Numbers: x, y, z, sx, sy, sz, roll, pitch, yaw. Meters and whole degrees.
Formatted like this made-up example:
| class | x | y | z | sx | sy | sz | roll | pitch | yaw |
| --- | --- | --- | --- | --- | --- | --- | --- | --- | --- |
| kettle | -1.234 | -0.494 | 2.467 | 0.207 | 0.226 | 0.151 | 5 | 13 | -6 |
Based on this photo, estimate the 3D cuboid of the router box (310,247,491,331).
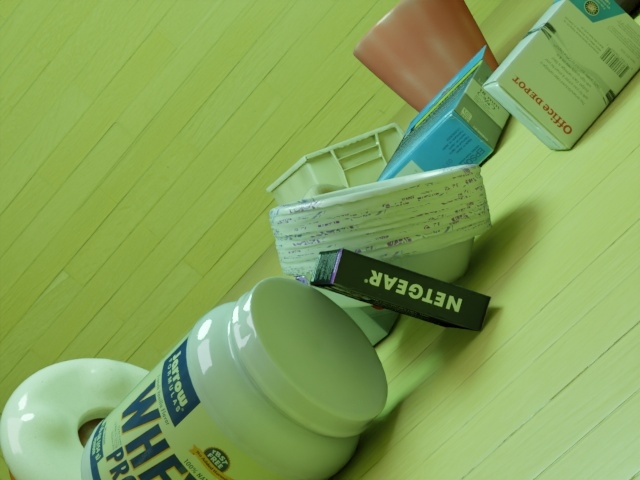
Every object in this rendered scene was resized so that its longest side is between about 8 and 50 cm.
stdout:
| class | x | y | z | sx | sy | sz | roll | pitch | yaw |
| --- | --- | --- | --- | --- | --- | --- | --- | --- | --- |
| router box | 0.088 | 0.057 | 1.308 | 0.133 | 0.178 | 0.046 | 171 | 116 | -79 |

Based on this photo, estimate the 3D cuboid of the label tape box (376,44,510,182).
| class | x | y | z | sx | sy | sz | roll | pitch | yaw |
| --- | --- | --- | --- | --- | --- | --- | --- | --- | --- |
| label tape box | 0.236 | -0.193 | 2.114 | 0.240 | 0.106 | 0.334 | -45 | 7 | 34 |

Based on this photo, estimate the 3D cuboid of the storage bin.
| class | x | y | z | sx | sy | sz | roll | pitch | yaw |
| --- | --- | --- | --- | --- | --- | --- | --- | --- | --- |
| storage bin | 0.053 | -0.140 | 2.593 | 0.260 | 0.123 | 0.262 | -23 | -5 | -25 |

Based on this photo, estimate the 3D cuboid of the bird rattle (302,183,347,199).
| class | x | y | z | sx | sy | sz | roll | pitch | yaw |
| --- | --- | --- | --- | --- | --- | --- | --- | --- | --- |
| bird rattle | 0.055 | -0.010 | 1.809 | 0.253 | 0.207 | 0.143 | -25 | -31 | -55 |

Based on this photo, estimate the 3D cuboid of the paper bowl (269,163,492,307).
| class | x | y | z | sx | sy | sz | roll | pitch | yaw |
| --- | --- | --- | --- | --- | --- | --- | --- | --- | --- |
| paper bowl | 0.085 | -0.003 | 1.505 | 0.284 | 0.148 | 0.284 | -14 | 4 | 1 |

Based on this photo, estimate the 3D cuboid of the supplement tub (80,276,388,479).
| class | x | y | z | sx | sy | sz | roll | pitch | yaw |
| --- | --- | --- | --- | --- | --- | --- | --- | --- | --- |
| supplement tub | -0.101 | 0.219 | 1.340 | 0.325 | 0.235 | 0.235 | -46 | 7 | 26 |

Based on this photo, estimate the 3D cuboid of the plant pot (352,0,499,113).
| class | x | y | z | sx | sy | sz | roll | pitch | yaw |
| --- | --- | --- | --- | --- | --- | --- | --- | --- | --- |
| plant pot | 0.251 | -0.413 | 2.557 | 0.275 | 0.243 | 0.275 | -38 | -3 | -2 |

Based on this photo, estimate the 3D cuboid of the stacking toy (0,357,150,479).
| class | x | y | z | sx | sy | sz | roll | pitch | yaw |
| --- | --- | --- | --- | --- | --- | --- | --- | --- | --- |
| stacking toy | -0.406 | 0.469 | 1.928 | 0.480 | 0.350 | 0.350 | -64 | -3 | 32 |

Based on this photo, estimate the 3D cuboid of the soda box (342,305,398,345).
| class | x | y | z | sx | sy | sz | roll | pitch | yaw |
| --- | --- | --- | --- | --- | --- | --- | --- | --- | --- |
| soda box | -0.002 | 0.150 | 1.707 | 0.286 | 0.098 | 0.091 | -43 | 8 | 40 |

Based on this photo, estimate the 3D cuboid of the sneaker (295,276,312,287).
| class | x | y | z | sx | sy | sz | roll | pitch | yaw |
| --- | --- | --- | --- | --- | --- | --- | --- | --- | --- |
| sneaker | -0.016 | 0.077 | 2.359 | 0.170 | 0.071 | 0.068 | -46 | 7 | 18 |

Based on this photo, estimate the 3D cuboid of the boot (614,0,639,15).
| class | x | y | z | sx | sy | sz | roll | pitch | yaw |
| --- | --- | --- | --- | --- | --- | --- | --- | --- | --- |
| boot | 0.487 | -0.382 | 1.793 | 0.207 | 0.090 | 0.248 | -59 | 4 | 21 |

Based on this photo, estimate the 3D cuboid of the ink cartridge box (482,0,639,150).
| class | x | y | z | sx | sy | sz | roll | pitch | yaw |
| --- | --- | --- | --- | --- | --- | --- | --- | --- | --- |
| ink cartridge box | 0.335 | -0.236 | 1.551 | 0.191 | 0.139 | 0.082 | -48 | 8 | -1 |
